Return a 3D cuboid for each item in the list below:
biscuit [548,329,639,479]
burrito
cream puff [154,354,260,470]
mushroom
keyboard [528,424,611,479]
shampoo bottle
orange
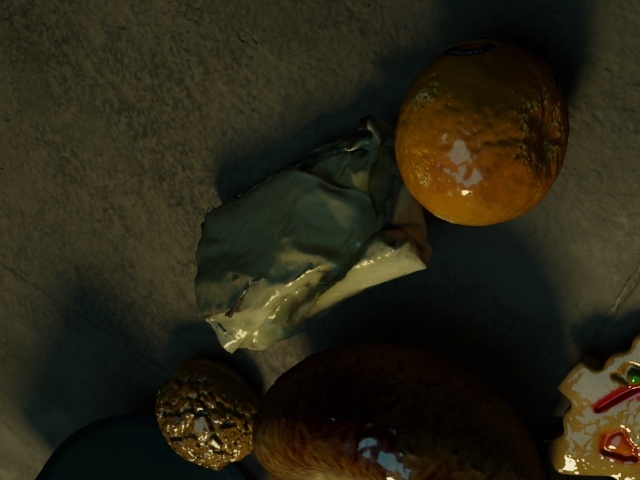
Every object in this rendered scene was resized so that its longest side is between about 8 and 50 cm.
[{"bbox_3d":[0.365,0.204,0.979,0.239,0.041,0.212,33,111,6],"label":"biscuit"},{"bbox_3d":[0.001,0.003,1.045,0.135,0.190,0.332,30,141,-33],"label":"burrito"},{"bbox_3d":[-0.161,0.245,1.289,0.165,0.115,0.150,6,114,29],"label":"cream puff"},{"bbox_3d":[0.055,0.292,1.059,0.331,0.356,0.334,34,164,31],"label":"mushroom"},{"bbox_3d":[0.293,0.340,1.048,0.106,0.016,0.262,-19,71,35],"label":"keyboard"},{"bbox_3d":[-0.304,0.482,1.369,0.331,0.331,0.342,41,130,5],"label":"shampoo bottle"},{"bbox_3d":[0.151,-0.101,0.876,0.155,0.177,0.177,2,116,31],"label":"orange"}]
